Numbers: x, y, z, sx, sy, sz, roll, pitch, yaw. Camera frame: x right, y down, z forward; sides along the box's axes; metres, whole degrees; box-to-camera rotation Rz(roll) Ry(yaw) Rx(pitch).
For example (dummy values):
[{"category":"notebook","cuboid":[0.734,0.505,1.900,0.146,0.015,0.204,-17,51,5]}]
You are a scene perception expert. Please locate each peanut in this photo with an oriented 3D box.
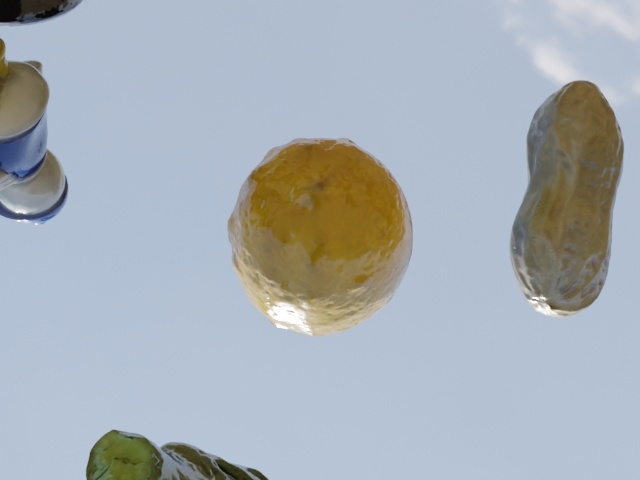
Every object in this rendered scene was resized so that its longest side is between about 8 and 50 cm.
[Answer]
[{"category":"peanut","cuboid":[0.218,-0.037,1.593,0.099,0.214,0.090,4,-173,-31]}]

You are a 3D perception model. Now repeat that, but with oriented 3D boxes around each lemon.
[{"category":"lemon","cuboid":[0.000,0.000,1.084,0.114,0.155,0.114,-1,-116,2]}]

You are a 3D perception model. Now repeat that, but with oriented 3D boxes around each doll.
[{"category":"doll","cuboid":[-0.173,-0.054,1.016,0.058,0.143,0.098,6,-124,12]}]

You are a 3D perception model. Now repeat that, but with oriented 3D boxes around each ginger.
[{"category":"ginger","cuboid":[-0.092,0.232,1.457,0.137,0.089,0.290,44,-172,26]}]

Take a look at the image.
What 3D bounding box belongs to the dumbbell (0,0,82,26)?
[{"category":"dumbbell","cuboid":[-0.185,-0.224,1.014,0.100,0.191,0.100,0,-153,0]}]
